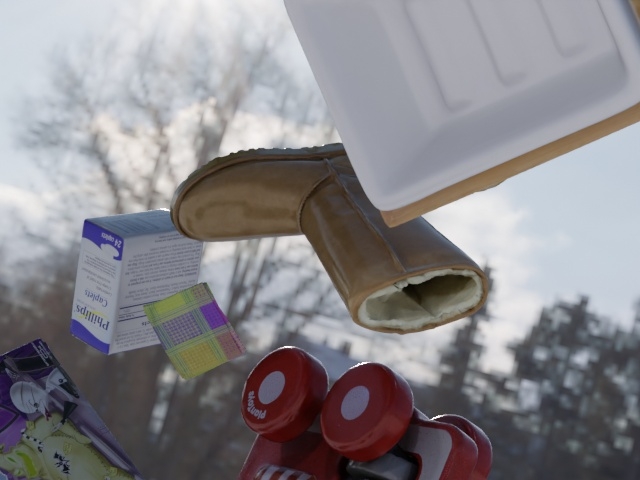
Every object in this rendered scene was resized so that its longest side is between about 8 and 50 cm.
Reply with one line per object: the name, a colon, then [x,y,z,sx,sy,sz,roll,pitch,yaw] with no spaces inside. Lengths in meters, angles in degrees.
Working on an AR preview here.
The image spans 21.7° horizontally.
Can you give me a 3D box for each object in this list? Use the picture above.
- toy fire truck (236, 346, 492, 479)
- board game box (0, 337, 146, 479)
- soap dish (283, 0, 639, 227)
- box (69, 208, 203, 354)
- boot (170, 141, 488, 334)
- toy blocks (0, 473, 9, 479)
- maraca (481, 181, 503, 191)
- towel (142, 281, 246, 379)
toy fire truck: [0.018,0.263,1.704,0.302,0.254,0.169,6,-23,49]
board game box: [-0.325,0.294,2.010,0.347,0.208,0.056,51,-40,14]
soap dish: [0.127,-0.164,1.262,0.291,0.229,0.118,-24,-1,40]
box: [-0.201,0.043,1.837,0.072,0.137,0.126,22,20,37]
boot: [0.000,0.000,1.591,0.236,0.089,0.269,-17,34,-12]
toy blocks: [-0.258,0.294,1.207,0.191,0.261,0.381,-9,-19,-7]
maraca: [0.185,-0.108,2.025,0.127,0.099,0.186,-29,-4,18]
towel: [-0.103,0.075,1.370,0.060,0.009,0.083,-24,-60,8]
